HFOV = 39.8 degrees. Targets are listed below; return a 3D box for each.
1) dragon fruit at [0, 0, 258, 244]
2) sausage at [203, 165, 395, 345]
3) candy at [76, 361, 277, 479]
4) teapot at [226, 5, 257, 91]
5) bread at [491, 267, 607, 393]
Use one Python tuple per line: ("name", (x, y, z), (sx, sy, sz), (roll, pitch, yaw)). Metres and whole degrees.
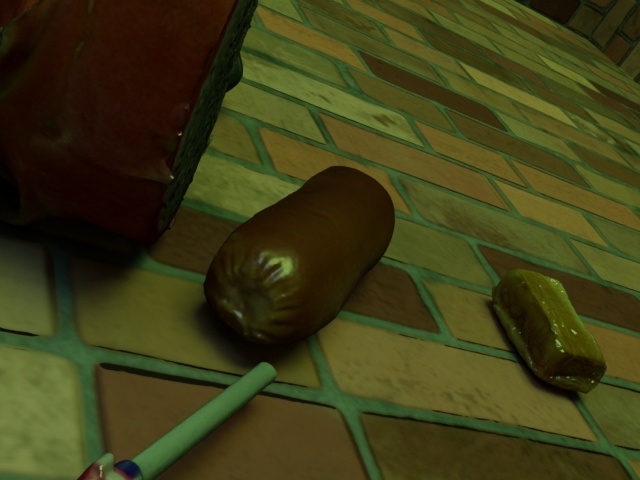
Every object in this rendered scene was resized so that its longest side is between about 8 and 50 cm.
("dragon fruit", (-0.155, -0.164, 0.570), (0.225, 0.305, 0.305), (20, 28, -9))
("sausage", (0.000, 0.000, 0.692), (0.089, 0.083, 0.300), (24, 23, 9))
("candy", (-0.097, 0.110, 0.382), (0.124, 0.124, 0.365), (38, 19, 9))
("teapot", (-0.138, -0.202, 0.846), (0.130, 0.119, 0.165), (45, 29, 25))
("bread", (0.210, 0.083, 0.823), (0.074, 0.053, 0.132), (14, 32, -26))
